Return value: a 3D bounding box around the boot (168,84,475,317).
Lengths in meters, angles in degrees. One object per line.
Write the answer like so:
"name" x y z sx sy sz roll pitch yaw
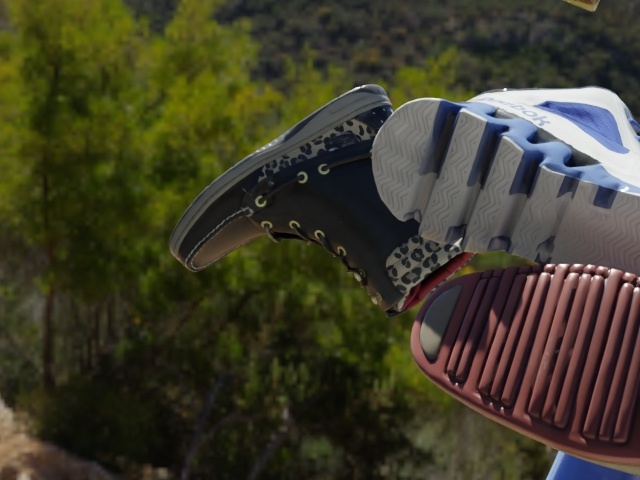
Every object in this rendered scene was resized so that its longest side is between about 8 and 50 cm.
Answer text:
"boot" 0.000 -0.001 1.180 0.236 0.178 0.085 -36 -16 8

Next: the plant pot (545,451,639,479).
"plant pot" 0.274 0.295 1.181 0.212 0.236 0.236 24 68 16

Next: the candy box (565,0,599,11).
"candy box" -0.011 -0.200 0.602 0.316 0.087 0.183 23 8 8

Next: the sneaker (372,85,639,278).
"sneaker" 0.211 -0.031 0.981 0.315 0.127 0.182 32 35 17

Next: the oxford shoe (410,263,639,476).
"oxford shoe" 0.224 0.109 0.856 0.348 0.123 0.130 15 -23 25
